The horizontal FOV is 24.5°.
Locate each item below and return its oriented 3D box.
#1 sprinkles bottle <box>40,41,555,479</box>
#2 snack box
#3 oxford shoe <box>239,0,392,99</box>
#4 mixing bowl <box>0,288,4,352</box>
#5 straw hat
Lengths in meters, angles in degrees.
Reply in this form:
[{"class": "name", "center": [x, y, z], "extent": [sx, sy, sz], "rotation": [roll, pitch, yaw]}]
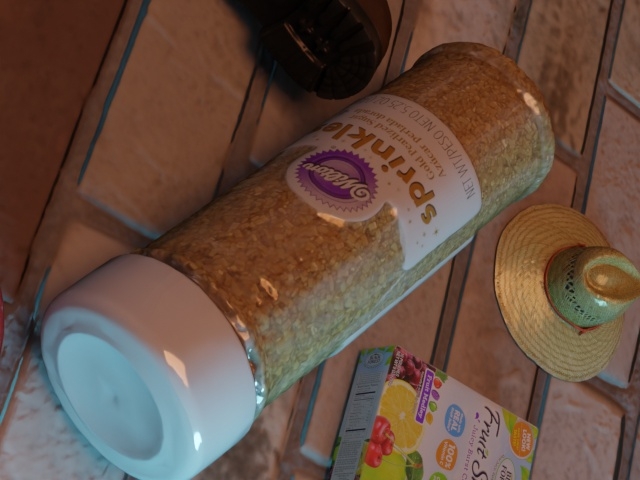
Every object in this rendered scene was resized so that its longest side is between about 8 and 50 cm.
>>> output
[{"class": "sprinkles bottle", "center": [0.000, 0.000, 0.882], "extent": [0.355, 0.121, 0.121], "rotation": [-37, 104, -39]}, {"class": "snack box", "center": [0.076, 0.142, 0.966], "extent": [0.141, 0.037, 0.100], "rotation": [32, 62, -30]}, {"class": "oxford shoe", "center": [-0.032, -0.201, 0.941], "extent": [0.227, 0.083, 0.096], "rotation": [57, 33, -15]}, {"class": "mixing bowl", "center": [-0.221, 0.038, 0.704], "extent": [0.181, 0.098, 0.181], "rotation": [10, 75, -39]}, {"class": "straw hat", "center": [0.199, 0.033, 1.078], "extent": [0.144, 0.061, 0.144], "rotation": [11, 73, -38]}]
